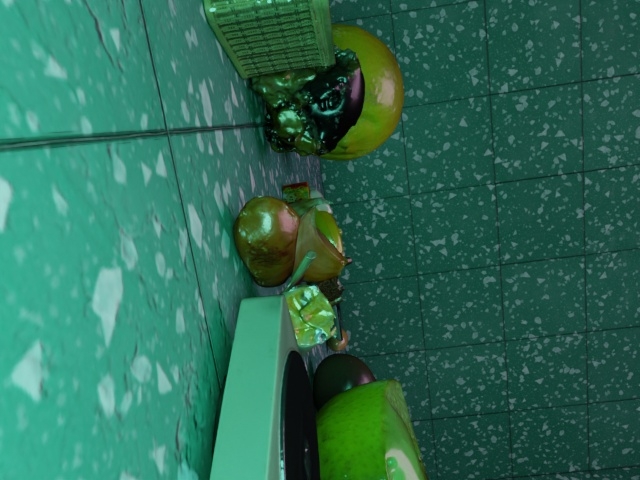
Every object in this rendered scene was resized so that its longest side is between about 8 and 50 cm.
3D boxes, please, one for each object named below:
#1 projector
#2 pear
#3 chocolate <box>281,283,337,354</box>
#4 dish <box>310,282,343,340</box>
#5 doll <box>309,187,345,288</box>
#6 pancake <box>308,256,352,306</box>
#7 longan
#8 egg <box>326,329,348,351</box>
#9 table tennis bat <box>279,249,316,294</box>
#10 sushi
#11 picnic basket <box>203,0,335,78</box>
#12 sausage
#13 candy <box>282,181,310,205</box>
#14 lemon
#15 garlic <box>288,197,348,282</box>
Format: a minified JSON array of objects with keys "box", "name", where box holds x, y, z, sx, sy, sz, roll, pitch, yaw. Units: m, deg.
[{"box":[-0.050,0.229,0.505,0.259,0.079,0.257,-92,173,-55],"name":"projector"},{"box":[0.067,0.417,0.838,0.318,0.238,0.343,41,30,-62],"name":"pear"},{"box":[-0.041,0.127,0.700,0.219,0.085,0.086,120,-33,-65],"name":"chocolate"},{"box":[0.015,0.175,1.517,0.243,0.080,0.182,81,4,-49],"name":"dish"},{"box":[0.000,0.000,1.255,0.252,0.111,0.237,64,-20,21],"name":"doll"},{"box":[0.025,0.116,1.205,0.020,0.184,0.190,50,8,28],"name":"pancake"},{"box":[0.061,0.375,1.248,0.189,0.189,0.189,-7,90,-86],"name":"longan"},{"box":[0.061,0.366,1.836,0.096,0.080,0.080,-39,122,-75],"name":"egg"},{"box":[-0.046,0.068,0.694,0.087,0.013,0.156,-42,169,-50],"name":"table tennis bat"},{"box":[-0.024,-0.255,0.954,0.213,0.200,0.204,57,-12,35],"name":"sushi"},{"box":[-0.070,-0.434,0.739,0.228,0.175,0.313,41,42,-83],"name":"picnic basket"},{"box":[-0.067,0.006,0.657,0.179,0.089,0.089,97,-11,-65],"name":"sausage"},{"box":[-0.052,-0.073,1.144,0.038,0.062,0.122,72,12,-62],"name":"candy"},{"box":[0.049,-0.377,1.283,0.348,0.347,0.348,-7,90,-86],"name":"lemon"},{"box":[-0.038,0.005,0.926,0.115,0.128,0.207,-51,148,-20],"name":"garlic"}]
